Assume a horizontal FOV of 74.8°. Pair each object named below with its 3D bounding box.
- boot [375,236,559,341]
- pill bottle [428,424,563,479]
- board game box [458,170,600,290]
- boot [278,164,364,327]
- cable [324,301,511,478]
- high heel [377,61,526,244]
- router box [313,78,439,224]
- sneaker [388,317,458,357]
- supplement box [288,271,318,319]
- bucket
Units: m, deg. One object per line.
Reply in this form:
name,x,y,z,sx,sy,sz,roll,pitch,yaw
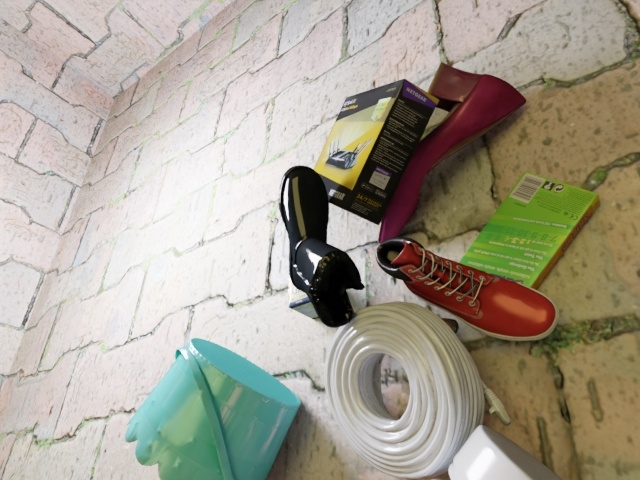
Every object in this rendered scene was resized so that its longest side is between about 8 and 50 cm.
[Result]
boot,0.200,0.064,0.606,0.244,0.176,0.088,17,77,45
pill bottle,0.139,0.420,0.447,0.392,0.224,0.224,-54,44,0
board game box,0.317,0.015,0.683,0.259,0.039,0.124,-52,43,-1
boot,0.000,0.000,0.705,0.207,0.094,0.246,-149,56,-68
cable,0.114,0.224,0.640,0.257,0.089,0.257,-46,55,33
high heel,0.244,-0.142,0.812,0.181,0.127,0.377,22,101,4
router box,0.082,-0.180,0.856,0.242,0.081,0.309,-65,19,5
sneaker,0.165,0.163,0.713,0.158,0.065,0.061,-18,85,44
supplement box,-0.020,0.108,0.875,0.056,0.083,0.083,-23,52,28
bucket,-0.184,0.316,0.765,0.281,0.281,0.183,20,75,45
